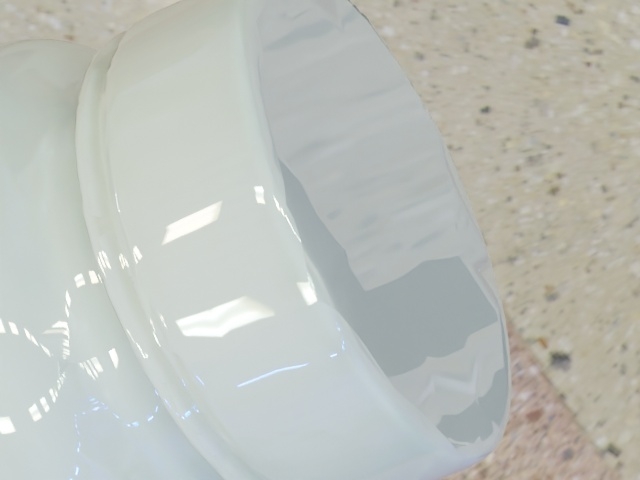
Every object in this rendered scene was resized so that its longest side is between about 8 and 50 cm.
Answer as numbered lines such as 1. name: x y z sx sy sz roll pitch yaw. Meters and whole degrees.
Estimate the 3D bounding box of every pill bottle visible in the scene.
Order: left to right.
1. pill bottle: -0.131 0.053 0.554 0.361 0.204 0.204 -24 87 22
